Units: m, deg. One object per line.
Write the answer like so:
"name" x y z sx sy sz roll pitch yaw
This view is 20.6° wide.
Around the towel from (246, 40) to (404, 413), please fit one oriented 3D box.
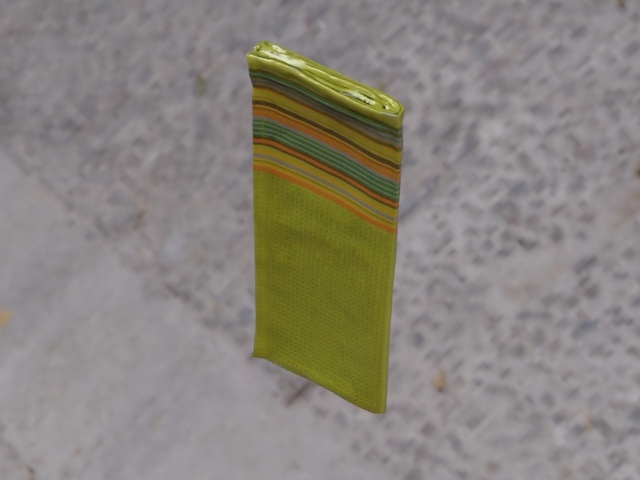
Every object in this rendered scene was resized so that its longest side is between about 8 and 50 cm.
"towel" 0.000 0.000 1.028 0.102 0.237 0.021 27 47 27
